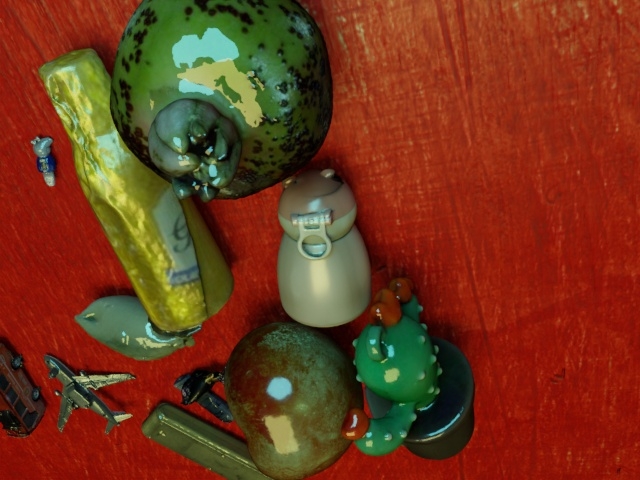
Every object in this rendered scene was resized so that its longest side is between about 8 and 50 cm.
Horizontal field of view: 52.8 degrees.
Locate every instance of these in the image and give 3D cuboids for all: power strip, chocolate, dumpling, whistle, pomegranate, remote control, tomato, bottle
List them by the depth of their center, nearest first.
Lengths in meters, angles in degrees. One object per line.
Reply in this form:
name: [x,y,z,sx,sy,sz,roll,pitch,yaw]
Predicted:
pomegranate: [-0.118,-0.152,0.746,0.285,0.340,0.285,2,127,2]
chocolate: [-0.278,-0.060,0.960,0.162,0.162,0.445,-10,124,17]
bottle: [0.000,0.000,0.976,0.148,0.147,0.236,0,123,9]
whistle: [-0.432,-0.125,1.018,0.033,0.029,0.083,-5,121,-7]
tomato: [-0.037,0.265,1.114,0.223,0.270,0.270,-21,125,-5]
dumpling: [-0.339,0.175,1.187,0.217,0.105,0.149,12,129,-1]
chocolate: [-0.212,0.275,1.271,0.147,0.072,0.070,-15,121,13]
remote control: [-0.237,0.333,1.346,0.043,0.027,0.152,-31,115,33]
power strip: [-0.209,0.475,1.433,0.388,0.066,0.092,34,124,-14]

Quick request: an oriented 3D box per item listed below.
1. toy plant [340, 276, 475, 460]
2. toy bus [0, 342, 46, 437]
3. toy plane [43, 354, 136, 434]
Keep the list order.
toy plant: [0.149,0.239,1.056,0.185,0.279,0.400,26,158,35]
toy bus: [-0.658,0.315,1.356,0.074,0.096,0.234,0,126,12]
toy plane: [-0.498,0.322,1.359,0.226,0.058,0.226,-36,116,13]
